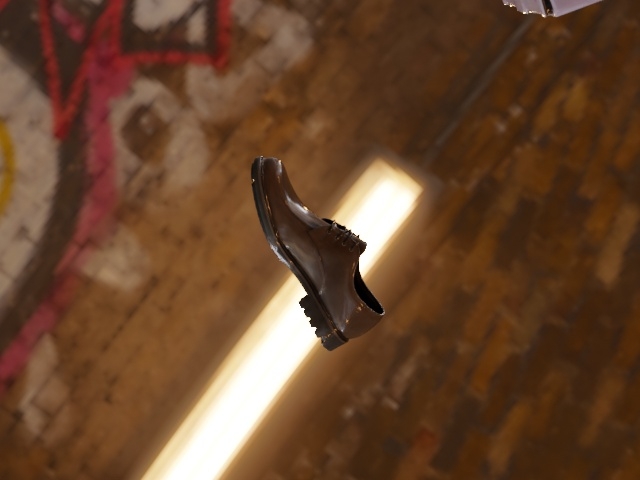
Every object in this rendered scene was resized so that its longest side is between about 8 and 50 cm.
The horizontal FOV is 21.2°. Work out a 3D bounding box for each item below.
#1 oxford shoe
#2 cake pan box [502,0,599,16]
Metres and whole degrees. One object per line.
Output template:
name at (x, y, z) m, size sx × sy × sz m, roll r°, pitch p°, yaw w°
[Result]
oxford shoe at (0.000, 0.000, 1.858) m, size 0.096 × 0.227 × 0.083 m, roll -26°, pitch -168°, yaw 16°
cake pan box at (0.231, -0.209, 1.063) m, size 0.246 × 0.070 × 0.267 m, roll -21°, pitch -171°, yaw 5°
